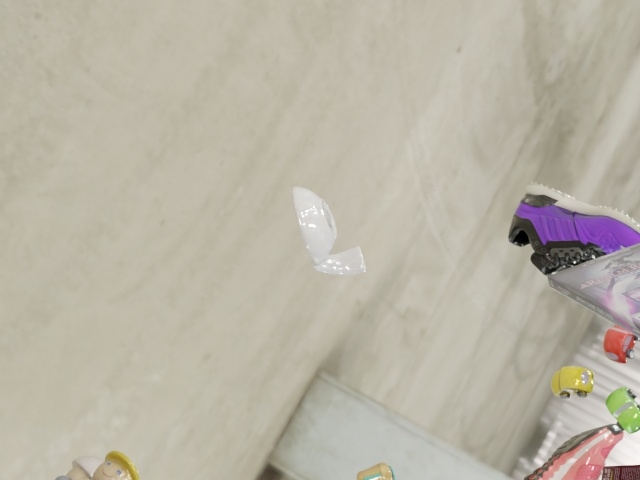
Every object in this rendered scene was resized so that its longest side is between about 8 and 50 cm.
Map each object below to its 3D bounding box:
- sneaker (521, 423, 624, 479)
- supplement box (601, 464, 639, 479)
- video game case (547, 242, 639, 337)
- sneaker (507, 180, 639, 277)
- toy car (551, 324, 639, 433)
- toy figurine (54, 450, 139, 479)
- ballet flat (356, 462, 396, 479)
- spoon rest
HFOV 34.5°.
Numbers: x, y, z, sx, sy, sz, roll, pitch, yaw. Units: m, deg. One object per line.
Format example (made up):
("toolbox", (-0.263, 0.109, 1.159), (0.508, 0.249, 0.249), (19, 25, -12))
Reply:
("sneaker", (0.531, 0.504, 2.149), (0.313, 0.136, 0.116), (-33, 173, -20))
("supplement box", (0.710, 0.513, 2.131), (0.239, 0.130, 0.073), (-26, -133, 59))
("video game case", (0.463, 0.061, 1.421), (0.196, 0.274, 0.026), (-19, 107, -10))
("sneaker", (0.447, 0.009, 1.792), (0.102, 0.293, 0.146), (38, 83, -42))
("toy car", (0.591, 0.293, 2.104), (0.239, 0.225, 0.053), (-44, 130, 19))
("toy figurine", (-0.227, 0.337, 1.112), (0.148, 0.213, 0.209), (-38, -178, -31))
("ballet flat", (0.080, 0.463, 1.840), (0.073, 0.080, 0.232), (-10, 142, -14))
("spoon rest", (0.000, 0.000, 1.819), (0.084, 0.137, 0.276), (-21, 152, 13))
